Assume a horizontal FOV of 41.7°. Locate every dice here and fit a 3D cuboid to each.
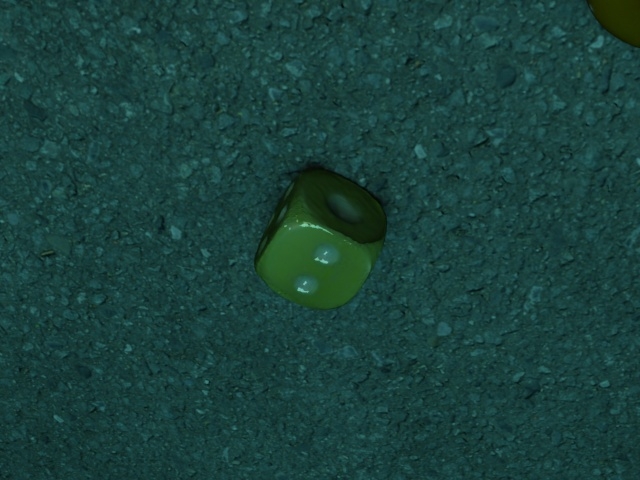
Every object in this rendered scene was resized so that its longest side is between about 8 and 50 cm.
[{"bbox_3d":[0.000,0.000,1.385,0.169,0.166,0.169,27,126,-10],"label":"dice"}]

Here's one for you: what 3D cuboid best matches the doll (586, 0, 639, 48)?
[{"bbox_3d":[0.429,-0.326,1.026,0.214,0.236,0.213,8,124,11],"label":"doll"}]
